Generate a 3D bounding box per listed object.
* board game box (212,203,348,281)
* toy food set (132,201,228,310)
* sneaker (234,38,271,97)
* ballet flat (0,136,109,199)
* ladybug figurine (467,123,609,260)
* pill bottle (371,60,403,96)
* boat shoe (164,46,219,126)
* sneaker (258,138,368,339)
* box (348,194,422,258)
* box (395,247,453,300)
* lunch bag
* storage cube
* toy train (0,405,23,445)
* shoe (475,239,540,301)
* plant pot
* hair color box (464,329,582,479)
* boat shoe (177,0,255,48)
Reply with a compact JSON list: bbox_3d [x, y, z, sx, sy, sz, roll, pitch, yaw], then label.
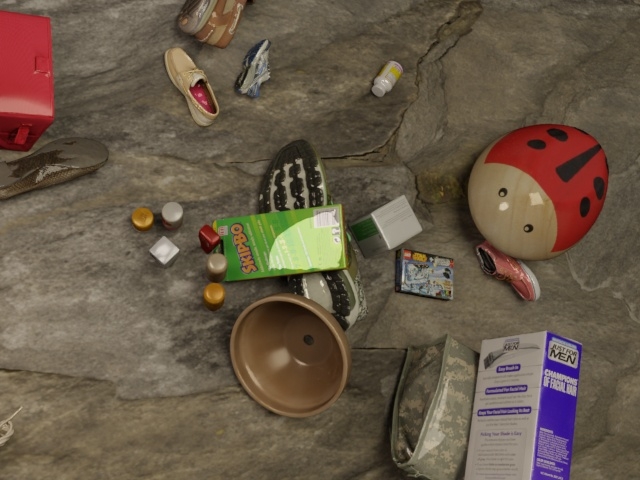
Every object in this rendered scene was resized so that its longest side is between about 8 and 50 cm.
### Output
[{"bbox_3d":[-0.078,0.007,1.954,0.260,0.039,0.124,-6,80,12],"label":"board game box"},{"bbox_3d":[-0.249,0.023,1.918,0.232,0.104,0.111,41,72,6],"label":"toy food set"},{"bbox_3d":[-0.129,-0.351,2.105,0.058,0.052,0.135,33,69,-30],"label":"sneaker"},{"bbox_3d":[-0.491,-0.123,1.824,0.250,0.058,0.084,-25,61,-39],"label":"ballet flat"},{"bbox_3d":[0.518,-0.131,2.328,0.305,0.162,0.449,51,50,1],"label":"ladybug figurine"},{"bbox_3d":[0.146,-0.357,2.267,0.043,0.043,0.083,43,60,-14],"label":"pill bottle"},{"bbox_3d":[-0.246,-0.309,2.011,0.063,0.059,0.170,-31,94,-33],"label":"boat shoe"},{"bbox_3d":[0.000,0.000,2.059,0.182,0.158,0.410,6,69,-62],"label":"sneaker"},{"bbox_3d":[0.134,-0.028,2.135,0.102,0.101,0.087,-30,93,-31],"label":"box"},{"bbox_3d":[0.225,0.074,2.205,0.137,0.027,0.093,12,72,-28],"label":"box"},{"bbox_3d":[0.271,0.375,2.068,0.235,0.169,0.287,30,59,-22],"label":"lunch bag"},{"bbox_3d":[-0.571,-0.270,1.734,0.193,0.184,0.214,3,76,-30],"label":"storage cube"},{"bbox_3d":[-0.524,0.401,1.635,0.248,0.105,0.143,-45,111,-32],"label":"toy train"},{"bbox_3d":[0.419,0.072,2.304,0.081,0.063,0.178,-29,87,-32],"label":"shoe"},{"bbox_3d":[-0.041,0.204,1.922,0.237,0.237,0.110,63,27,-2],"label":"plant pot"},{"bbox_3d":[0.380,0.352,1.935,0.110,0.185,0.338,19,70,-28],"label":"hair color box"},{"bbox_3d":[-0.178,-0.528,2.087,0.116,0.123,0.324,34,68,-27],"label":"boat shoe"}]
